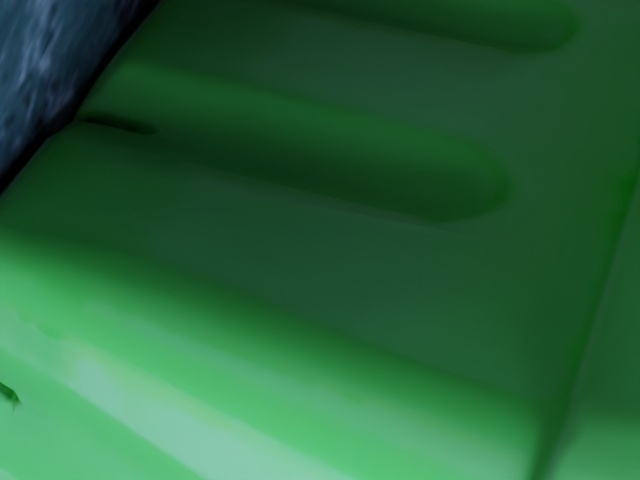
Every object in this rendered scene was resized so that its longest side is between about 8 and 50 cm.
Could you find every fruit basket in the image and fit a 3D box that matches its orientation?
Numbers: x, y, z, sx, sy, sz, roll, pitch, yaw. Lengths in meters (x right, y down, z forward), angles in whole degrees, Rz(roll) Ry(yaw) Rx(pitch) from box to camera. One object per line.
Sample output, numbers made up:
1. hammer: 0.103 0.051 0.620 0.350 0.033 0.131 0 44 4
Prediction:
1. fruit basket: 0.112 0.039 0.514 0.392 0.392 0.283 -62 174 -51
